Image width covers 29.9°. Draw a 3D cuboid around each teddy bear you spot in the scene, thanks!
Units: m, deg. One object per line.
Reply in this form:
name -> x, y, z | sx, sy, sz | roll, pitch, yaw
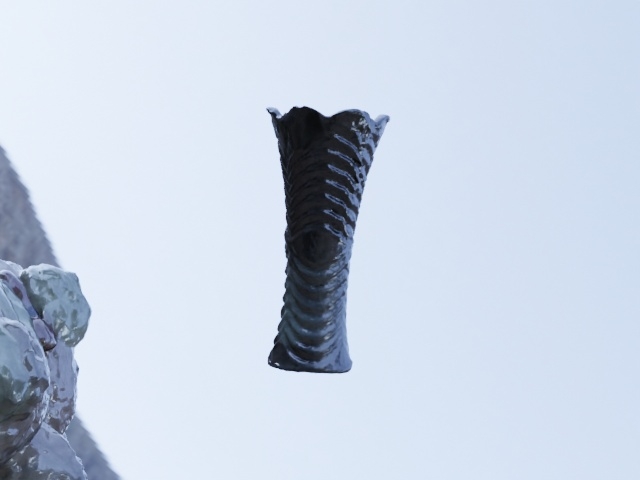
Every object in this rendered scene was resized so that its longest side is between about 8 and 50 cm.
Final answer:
teddy bear -> -0.228, 0.075, 0.763 | 0.236, 0.151, 0.267 | 57, 3, 10

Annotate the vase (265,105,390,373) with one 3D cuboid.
vase -> 0.000, 0.000, 1.094 | 0.115, 0.115, 0.238 | 5, -88, 38
